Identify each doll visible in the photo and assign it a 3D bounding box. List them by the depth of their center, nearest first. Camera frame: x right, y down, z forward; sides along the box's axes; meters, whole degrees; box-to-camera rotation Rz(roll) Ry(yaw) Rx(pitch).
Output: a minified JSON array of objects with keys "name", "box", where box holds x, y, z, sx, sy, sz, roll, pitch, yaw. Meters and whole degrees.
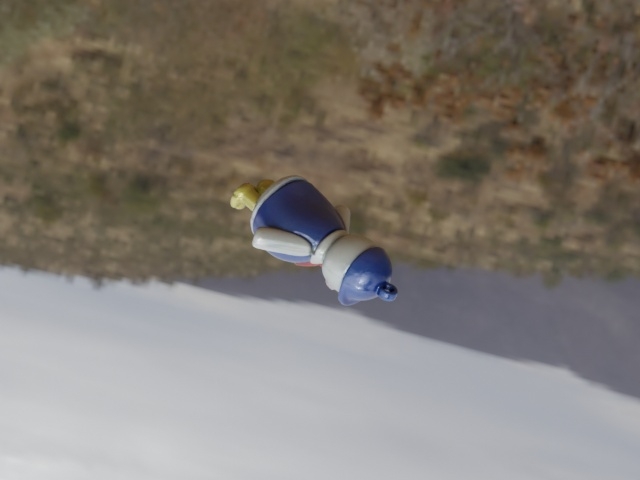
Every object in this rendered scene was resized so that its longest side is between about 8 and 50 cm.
[{"name":"doll","box":[0.000,0.000,1.030,0.143,0.057,0.099,36,-147,28]}]
